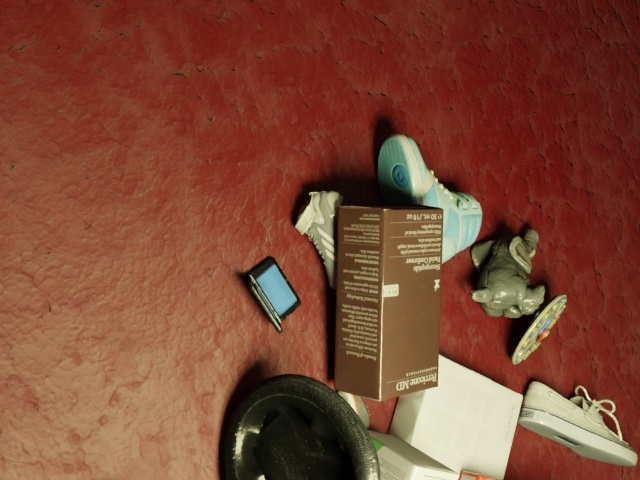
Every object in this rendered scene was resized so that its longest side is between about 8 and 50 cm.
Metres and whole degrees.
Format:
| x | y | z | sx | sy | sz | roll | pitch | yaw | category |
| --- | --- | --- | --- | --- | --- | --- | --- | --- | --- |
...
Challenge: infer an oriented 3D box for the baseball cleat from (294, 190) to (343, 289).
| x | y | z | sx | sy | sz | roll | pitch | yaw | category |
| --- | --- | --- | --- | --- | --- | --- | --- | --- | --- |
| 0.000 | 0.000 | 1.657 | 0.109 | 0.072 | 0.205 | -1 | 91 | -8 | baseball cleat |

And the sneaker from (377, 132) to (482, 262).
| x | y | z | sx | sy | sz | roll | pitch | yaw | category |
| --- | --- | --- | --- | --- | --- | --- | --- | --- | --- |
| 0.254 | -0.105 | 1.793 | 0.208 | 0.127 | 0.319 | -24 | 107 | -31 | sneaker |

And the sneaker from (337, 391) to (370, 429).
| x | y | z | sx | sy | sz | roll | pitch | yaw | category |
| --- | --- | --- | --- | --- | --- | --- | --- | --- | --- |
| 0.085 | 0.378 | 1.664 | 0.065 | 0.061 | 0.157 | -16 | 94 | -41 | sneaker |

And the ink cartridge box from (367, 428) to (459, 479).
| x | y | z | sx | sy | sz | roll | pitch | yaw | category |
| --- | --- | --- | --- | --- | --- | --- | --- | --- | --- |
| 0.113 | 0.536 | 1.536 | 0.122 | 0.211 | 0.289 | 21 | 89 | -34 | ink cartridge box |

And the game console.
| x | y | z | sx | sy | sz | roll | pitch | yaw | category |
| --- | --- | --- | --- | --- | --- | --- | --- | --- | --- |
| -0.089 | 0.106 | 1.578 | 0.071 | 0.107 | 0.122 | -33 | 103 | -2 | game console |

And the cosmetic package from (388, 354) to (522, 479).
| x | y | z | sx | sy | sz | roll | pitch | yaw | category |
| --- | --- | --- | --- | --- | --- | --- | --- | --- | --- |
| 0.278 | 0.471 | 1.754 | 0.284 | 0.097 | 0.377 | 28 | 70 | -25 | cosmetic package |

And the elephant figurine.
| x | y | z | sx | sy | sz | roll | pitch | yaw | category |
| --- | --- | --- | --- | --- | --- | --- | --- | --- | --- |
| 0.440 | 0.053 | 1.894 | 0.169 | 0.186 | 0.239 | 0 | 69 | 10 | elephant figurine |

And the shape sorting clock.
| x | y | z | sx | sy | sz | roll | pitch | yaw | category |
| --- | --- | --- | --- | --- | --- | --- | --- | --- | --- |
| 0.524 | 0.214 | 1.904 | 0.040 | 0.206 | 0.206 | 35 | 59 | 22 | shape sorting clock |

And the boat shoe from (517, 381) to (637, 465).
| x | y | z | sx | sy | sz | roll | pitch | yaw | category |
| --- | --- | --- | --- | --- | --- | --- | --- | --- | --- |
| 0.651 | 0.440 | 1.989 | 0.367 | 0.136 | 0.156 | 26 | 68 | -17 | boat shoe |

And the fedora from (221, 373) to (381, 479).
| x | y | z | sx | sy | sz | roll | pitch | yaw | category |
| --- | --- | --- | --- | --- | --- | --- | --- | --- | --- |
| -0.019 | 0.413 | 1.491 | 0.152 | 0.334 | 0.334 | 24 | 69 | -61 | fedora |

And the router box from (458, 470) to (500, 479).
| x | y | z | sx | sy | sz | roll | pitch | yaw | category |
| --- | --- | --- | --- | --- | --- | --- | --- | --- | --- |
| 0.419 | 0.680 | 1.679 | 0.335 | 0.082 | 0.301 | 21 | 74 | -16 | router box |

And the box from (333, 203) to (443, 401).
| x | y | z | sx | sy | sz | roll | pitch | yaw | category |
| --- | --- | --- | --- | --- | --- | --- | --- | --- | --- |
| 0.139 | 0.118 | 1.633 | 0.191 | 0.143 | 0.381 | -4 | 97 | -43 | box |
